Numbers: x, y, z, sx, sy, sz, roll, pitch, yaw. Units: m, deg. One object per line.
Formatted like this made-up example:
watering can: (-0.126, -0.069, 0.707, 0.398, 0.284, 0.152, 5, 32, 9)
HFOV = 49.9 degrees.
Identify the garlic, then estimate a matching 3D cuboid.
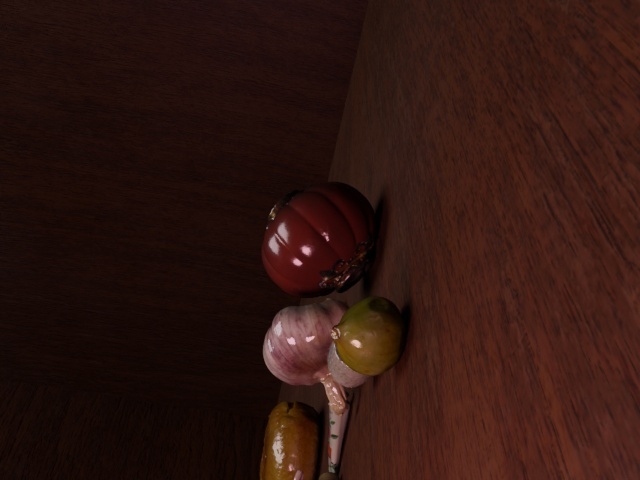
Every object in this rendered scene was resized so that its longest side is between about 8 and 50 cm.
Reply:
garlic: (0.001, 0.274, 1.548, 0.245, 0.245, 0.253, 109, 145, -62)

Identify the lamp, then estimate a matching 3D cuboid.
lamp: (0.000, 0.000, 1.647, 0.303, 0.257, 0.303, -41, -17, -16)

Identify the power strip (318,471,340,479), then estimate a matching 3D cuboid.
power strip: (-0.017, 0.710, 1.610, 0.092, 0.066, 0.388, -85, 6, -65)

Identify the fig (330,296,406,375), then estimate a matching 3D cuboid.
fig: (0.090, 0.164, 1.192, 0.153, 0.120, 0.136, 52, -142, -65)

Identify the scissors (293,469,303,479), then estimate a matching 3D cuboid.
scissors: (-0.089, 0.670, 1.508, 0.318, 0.024, 0.160, -65, -31, -25)

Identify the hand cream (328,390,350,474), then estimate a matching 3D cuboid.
hand cream: (0.037, 0.464, 1.623, 0.080, 0.050, 0.234, -116, 30, -72)

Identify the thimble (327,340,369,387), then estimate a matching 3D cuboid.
thimble: (0.068, 0.228, 1.379, 0.115, 0.102, 0.090, -48, -16, -35)

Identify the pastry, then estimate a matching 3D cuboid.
pastry: (-0.096, 0.652, 2.072, 0.356, 0.163, 0.356, -168, 90, -84)
